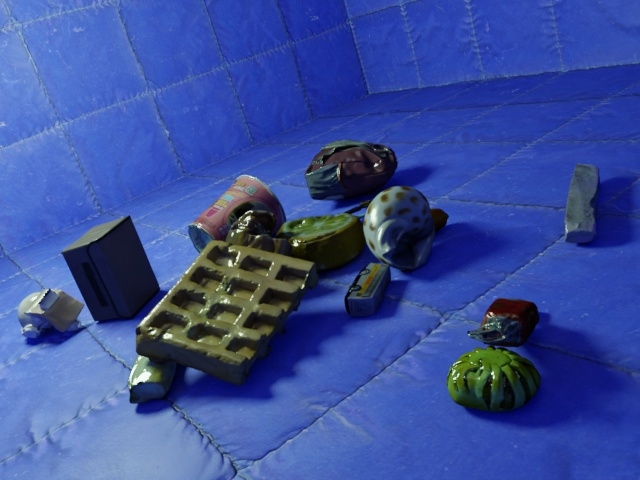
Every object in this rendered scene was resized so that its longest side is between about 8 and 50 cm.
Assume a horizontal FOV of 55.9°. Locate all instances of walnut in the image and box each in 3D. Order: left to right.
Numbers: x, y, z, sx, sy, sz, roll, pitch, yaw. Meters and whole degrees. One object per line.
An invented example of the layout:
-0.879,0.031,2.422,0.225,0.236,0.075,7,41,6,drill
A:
-0.181,0.036,1.585,0.141,0.204,0.238,17,22,-29,walnut

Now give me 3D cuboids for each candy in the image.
0.000,0.000,1.682,0.260,0.118,0.260,-13,20,5,candy
0.321,0.139,1.031,0.086,0.059,0.292,-1,4,27,candy

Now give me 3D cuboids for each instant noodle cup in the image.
-0.278,-0.053,1.937,0.255,0.244,0.244,-40,28,-31,instant noodle cup

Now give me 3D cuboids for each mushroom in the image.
-0.370,0.255,1.388,0.100,0.081,0.312,-18,22,5,mushroom

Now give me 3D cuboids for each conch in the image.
0.198,-0.045,1.514,0.149,0.182,0.275,-4,37,50,conch

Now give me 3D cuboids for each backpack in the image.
0.114,-0.256,2.129,0.317,0.197,0.283,-13,19,12,backpack

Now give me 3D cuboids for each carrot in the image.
0.243,-0.029,1.619,0.225,0.067,0.067,-24,21,-11,carrot

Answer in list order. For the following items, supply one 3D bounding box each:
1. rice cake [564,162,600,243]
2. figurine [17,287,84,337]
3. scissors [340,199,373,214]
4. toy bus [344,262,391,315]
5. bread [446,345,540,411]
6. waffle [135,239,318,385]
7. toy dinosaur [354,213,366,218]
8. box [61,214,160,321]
0.636,-0.094,1.458,0.070,0.064,0.399,3,28,25,rice cake
-0.819,0.218,1.808,0.237,0.141,0.162,-15,40,39,figurine
0.122,-0.103,1.925,0.088,0.017,0.220,-1,15,37,scissors
0.112,0.111,1.385,0.072,0.057,0.172,0,26,21,toy bus
0.271,0.216,0.957,0.130,0.071,0.139,-25,21,-30,bread
-0.209,0.144,1.342,0.304,0.077,0.348,13,46,24,waffle
0.079,-0.049,1.842,0.197,0.045,0.080,-29,12,-18,toy dinosaur
-0.616,0.086,1.782,0.153,0.252,0.188,-11,22,22,box
